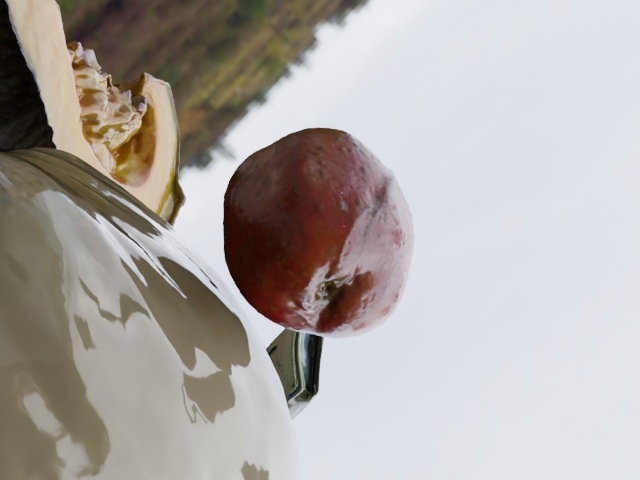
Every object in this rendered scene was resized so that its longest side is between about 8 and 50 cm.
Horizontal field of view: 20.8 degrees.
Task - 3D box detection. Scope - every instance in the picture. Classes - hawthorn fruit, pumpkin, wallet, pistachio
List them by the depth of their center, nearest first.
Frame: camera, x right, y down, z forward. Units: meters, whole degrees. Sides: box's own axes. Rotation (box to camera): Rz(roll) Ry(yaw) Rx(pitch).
[{"bbox_3d":[-0.163,0.115,1.007,0.281,0.445,0.365,-14,-128,15],"label":"pistachio"},{"bbox_3d":[0.000,0.000,1.008,0.128,0.128,0.128,-43,-163,16],"label":"hawthorn fruit"},{"bbox_3d":[-0.204,-0.069,1.259,0.111,0.278,0.163,-9,-110,20],"label":"pumpkin"},{"bbox_3d":[-0.054,0.151,1.731,0.155,0.039,0.110,-47,-154,37],"label":"wallet"}]
